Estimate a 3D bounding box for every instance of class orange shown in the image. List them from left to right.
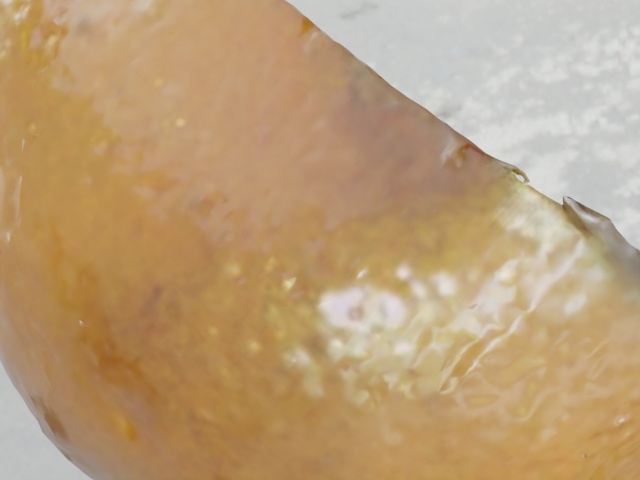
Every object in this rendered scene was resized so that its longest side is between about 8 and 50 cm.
[{"bbox_3d":[0.000,0.002,0.476,0.310,0.274,0.274,9,42,3],"label":"orange"}]
